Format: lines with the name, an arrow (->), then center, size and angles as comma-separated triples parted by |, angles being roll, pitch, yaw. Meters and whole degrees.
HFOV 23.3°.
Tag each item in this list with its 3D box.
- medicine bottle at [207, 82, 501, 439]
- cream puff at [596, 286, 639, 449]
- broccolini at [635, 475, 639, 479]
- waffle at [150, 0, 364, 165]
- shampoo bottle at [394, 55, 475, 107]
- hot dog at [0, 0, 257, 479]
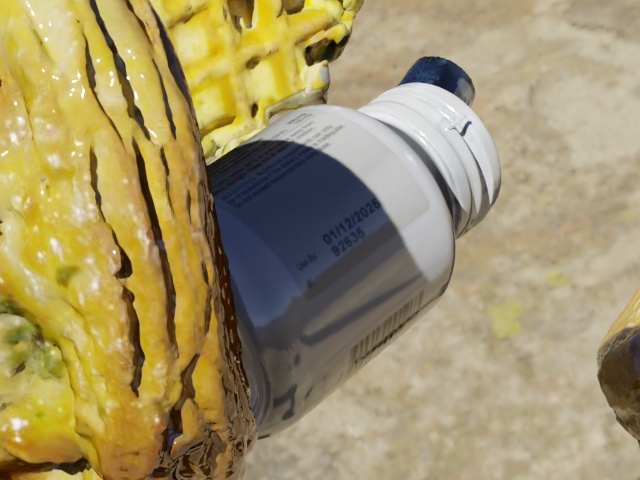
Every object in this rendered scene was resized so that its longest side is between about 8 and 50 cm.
medicine bottle -> 0.000, 0.000, 0.837 | 0.135, 0.135, 0.215 | 9, 35, 43
cream puff -> 0.417, 0.088, 1.413 | 0.343, 0.231, 0.327 | -48, -4, 24
broccolini -> 0.281, 0.160, 1.182 | 0.216, 0.058, 0.067 | -45, 53, -14
waffle -> -0.075, -0.152, 0.898 | 0.060, 0.262, 0.280 | 5, 74, 50
shampoo bottle -> 0.050, -0.052, 1.163 | 0.063, 0.057, 0.207 | -7, 40, 47
hot dog -> -0.119, 0.010, 0.619 | 0.196, 0.272, 0.122 | 7, 38, 17
